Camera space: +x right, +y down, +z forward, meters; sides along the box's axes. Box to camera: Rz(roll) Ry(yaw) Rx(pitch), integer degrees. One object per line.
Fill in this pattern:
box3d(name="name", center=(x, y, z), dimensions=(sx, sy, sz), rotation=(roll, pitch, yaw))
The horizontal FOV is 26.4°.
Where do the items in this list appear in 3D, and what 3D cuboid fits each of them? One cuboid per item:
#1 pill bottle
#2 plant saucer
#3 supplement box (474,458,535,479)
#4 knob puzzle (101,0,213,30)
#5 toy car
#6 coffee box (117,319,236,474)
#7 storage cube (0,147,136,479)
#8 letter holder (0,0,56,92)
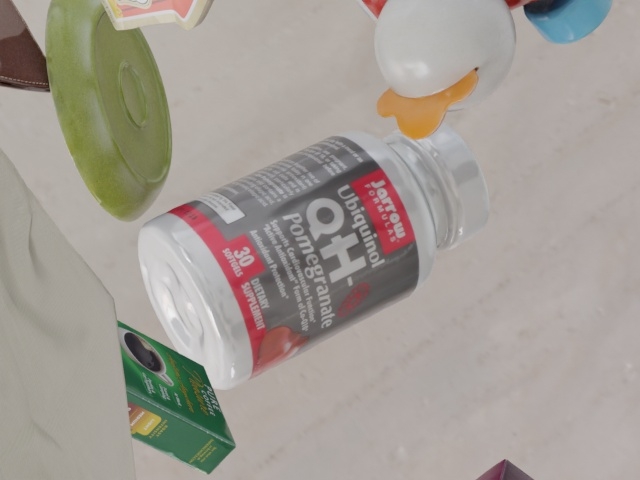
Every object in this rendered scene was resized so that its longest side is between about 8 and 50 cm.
box3d(name="pill bottle", center=(0.000, 0.000, 1.319), dimensions=(0.318, 0.176, 0.176), rotation=(-26, 113, -23))
box3d(name="plant saucer", center=(-0.197, -0.139, 1.340), dimensions=(0.037, 0.241, 0.241), rotation=(-12, 112, 13))
box3d(name="supplement box", center=(0.183, 0.274, 1.066), dimensions=(0.188, 0.104, 0.081), rotation=(37, 128, -8))
box3d(name="knob puzzle", center=(-0.131, -0.224, 0.901), dimensions=(0.030, 0.213, 0.213), rotation=(-36, 116, -31))
box3d(name="toy car", center=(0.092, -0.182, 1.119), dimensions=(0.219, 0.210, 0.238), rotation=(43, 56, -35))
box3d(name="coffee box", center=(-0.156, 0.110, 1.091), dimensions=(0.184, 0.113, 0.040), rotation=(33, 105, -36))
box3d(name="storage cube", center=(-0.163, 0.079, 0.369), dimensions=(0.193, 0.215, 0.184), rotation=(-15, 148, 3))
box3d(name="letter holder", center=(-0.391, -0.178, 1.168), dimensions=(0.152, 0.302, 0.214), rotation=(-40, 74, 15))
